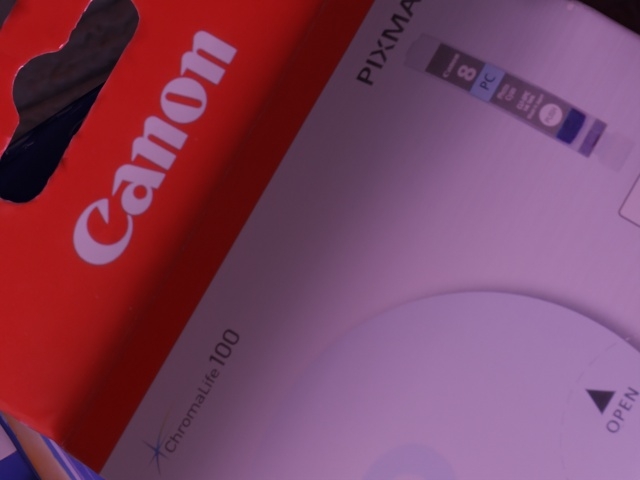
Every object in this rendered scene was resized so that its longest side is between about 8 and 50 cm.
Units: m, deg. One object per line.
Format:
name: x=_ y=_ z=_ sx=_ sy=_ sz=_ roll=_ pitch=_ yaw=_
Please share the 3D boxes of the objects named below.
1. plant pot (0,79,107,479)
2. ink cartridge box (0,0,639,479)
plant pot: x=-0.162 y=0.070 z=1.108 sx=0.236 sy=0.212 sz=0.236 roll=-32 pitch=91 yaw=35
ink cartridge box: x=0.000 y=0.000 z=0.931 sx=0.385 sy=0.091 sz=0.308 roll=30 pitch=88 yaw=2
